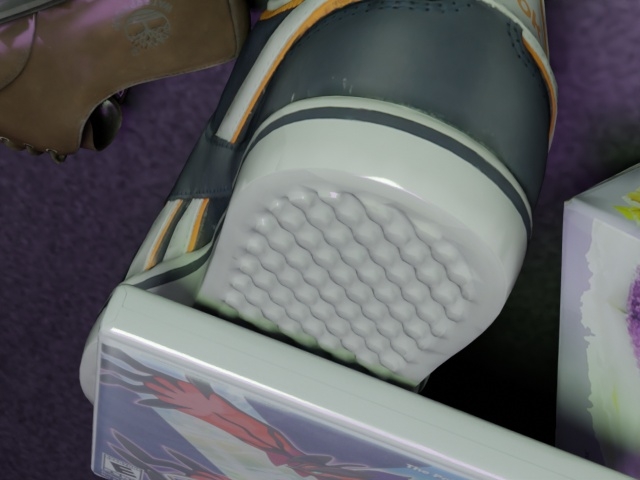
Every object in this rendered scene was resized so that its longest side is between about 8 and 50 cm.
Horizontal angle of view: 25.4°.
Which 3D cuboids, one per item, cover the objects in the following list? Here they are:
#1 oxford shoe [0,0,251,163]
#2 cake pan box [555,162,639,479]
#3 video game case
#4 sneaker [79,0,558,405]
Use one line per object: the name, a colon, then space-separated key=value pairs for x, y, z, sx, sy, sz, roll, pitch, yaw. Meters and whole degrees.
oxford shoe: x=-0.131 y=-0.065 z=0.563 sx=0.227 sy=0.083 sz=0.096 roll=-13 pitch=120 yaw=27
cake pan box: x=0.191 y=0.129 z=0.508 sx=0.246 sy=0.070 sz=0.266 roll=34 pitch=137 yaw=44
video game case: x=0.008 y=0.094 z=0.551 sx=0.201 sy=0.023 sz=0.183 roll=21 pitch=154 yaw=0
sneaker: x=0.000 y=0.000 z=0.544 sx=0.126 sy=0.127 sz=0.321 roll=26 pitch=152 yaw=-11
